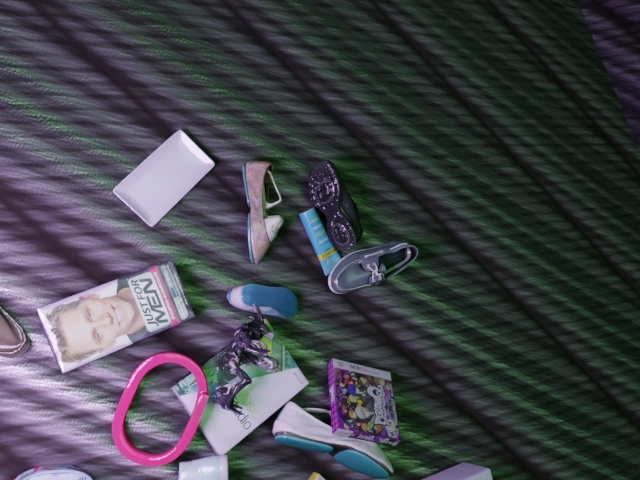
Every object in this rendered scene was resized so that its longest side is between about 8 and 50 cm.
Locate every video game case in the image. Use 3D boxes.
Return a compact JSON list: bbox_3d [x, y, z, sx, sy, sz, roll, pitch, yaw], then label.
[{"bbox_3d":[0.126,0.475,1.783,0.210,0.041,0.232,18,43,-21],"label":"video game case"}]

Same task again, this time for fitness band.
[{"bbox_3d":[-0.409,0.430,1.555,0.209,0.054,0.290,23,83,-5],"label":"fitness band"}]

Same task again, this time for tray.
[{"bbox_3d":[-0.438,-0.176,1.705,0.145,0.030,0.270,45,65,-11],"label":"tray"}]

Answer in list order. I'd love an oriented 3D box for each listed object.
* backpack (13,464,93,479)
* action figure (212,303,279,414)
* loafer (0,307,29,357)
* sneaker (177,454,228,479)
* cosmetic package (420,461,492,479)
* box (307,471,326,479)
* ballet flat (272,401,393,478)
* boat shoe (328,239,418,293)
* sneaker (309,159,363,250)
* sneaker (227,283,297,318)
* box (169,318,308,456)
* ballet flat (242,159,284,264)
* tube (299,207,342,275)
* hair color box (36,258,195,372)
[{"bbox_3d":[-0.621,0.650,1.384,0.225,0.191,0.253,5,73,-24],"label":"backpack"},{"bbox_3d":[-0.181,0.316,1.605,0.141,0.164,0.275,21,81,1],"label":"action figure"},{"bbox_3d":[-0.803,0.185,1.431,0.251,0.087,0.094,43,66,-12],"label":"loafer"},{"bbox_3d":[-0.315,0.689,1.577,0.151,0.094,0.255,-1,90,-8],"label":"sneaker"},{"bbox_3d":[0.420,0.837,1.861,0.225,0.138,0.223,-10,85,-28],"label":"cosmetic package"},{"bbox_3d":[-0.032,0.765,1.714,0.105,0.043,0.179,47,63,-11],"label":"box"},{"bbox_3d":[0.052,0.570,1.754,0.401,0.139,0.139,26,70,-18],"label":"ballet flat"},{"bbox_3d":[0.170,0.079,1.900,0.320,0.099,0.116,-22,101,-27],"label":"boat shoe"},{"bbox_3d":[0.054,-0.115,1.882,0.130,0.109,0.286,-33,108,-58],"label":"sneaker"},{"bbox_3d":[-0.161,0.173,1.744,0.229,0.092,0.087,23,68,-40],"label":"sneaker"},{"bbox_3d":[-0.219,0.402,1.685,0.322,0.058,0.232,-36,96,-27],"label":"box"},{"bbox_3d":[-0.164,-0.088,1.765,0.106,0.107,0.315,-6,83,5],"label":"ballet flat"},{"bbox_3d":[0.000,0.000,1.874,0.080,0.052,0.207,-30,99,-24],"label":"tube"},{"bbox_3d":[-0.521,0.191,1.555,0.348,0.105,0.173,-22,90,-26],"label":"hair color box"}]
